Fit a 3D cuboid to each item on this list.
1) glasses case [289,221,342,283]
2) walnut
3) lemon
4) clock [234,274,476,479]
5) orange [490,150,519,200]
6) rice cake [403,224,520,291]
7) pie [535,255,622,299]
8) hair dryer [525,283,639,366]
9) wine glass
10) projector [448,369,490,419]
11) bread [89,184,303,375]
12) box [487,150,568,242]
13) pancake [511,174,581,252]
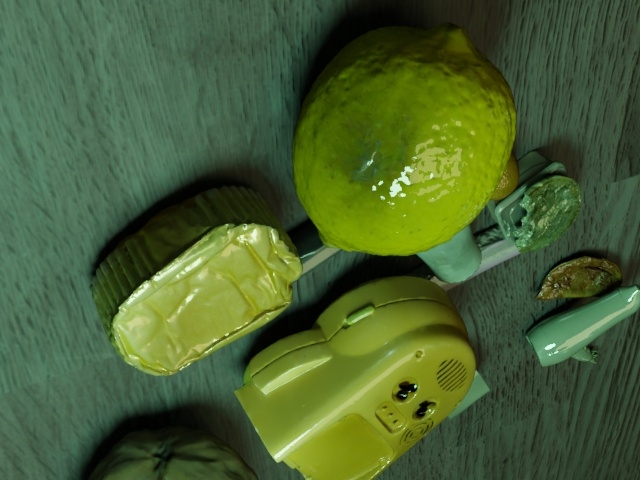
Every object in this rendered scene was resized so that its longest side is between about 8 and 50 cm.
[{"bbox_3d":[-0.001,0.001,1.408,0.190,0.072,0.042,-34,118,-5],"label":"glasses case"},{"bbox_3d":[-0.202,0.385,1.477,0.273,0.227,0.273,-15,128,-20],"label":"walnut"},{"bbox_3d":[0.094,-0.109,1.256,0.253,0.253,0.310,14,116,-39],"label":"lemon"},{"bbox_3d":[0.068,0.196,1.503,0.317,0.200,0.244,-33,139,4],"label":"clock"},{"bbox_3d":[0.240,-0.095,1.484,0.085,0.085,0.085,-17,132,-20],"label":"orange"},{"bbox_3d":[0.208,0.038,1.587,0.269,0.049,0.055,-26,130,-11],"label":"rice cake"},{"bbox_3d":[0.439,0.061,1.766,0.191,0.033,0.088,4,127,-32],"label":"pie"},{"bbox_3d":[0.472,0.165,1.843,0.206,0.075,0.237,-29,150,10],"label":"hair dryer"},{"bbox_3d":[0.155,-0.025,1.471,0.093,0.093,0.202,-38,133,-1],"label":"wine glass"},{"bbox_3d":[0.209,0.224,1.714,0.082,0.083,0.083,-37,136,-1],"label":"projector"},{"bbox_3d":[-0.151,0.044,1.301,0.250,0.133,0.179,-37,135,-3],"label":"bread"},{"bbox_3d":[0.296,-0.067,1.550,0.122,0.062,0.089,-36,137,-2],"label":"box"},{"bbox_3d":[0.324,-0.037,1.531,0.116,0.022,0.130,-10,130,-30],"label":"pancake"}]
